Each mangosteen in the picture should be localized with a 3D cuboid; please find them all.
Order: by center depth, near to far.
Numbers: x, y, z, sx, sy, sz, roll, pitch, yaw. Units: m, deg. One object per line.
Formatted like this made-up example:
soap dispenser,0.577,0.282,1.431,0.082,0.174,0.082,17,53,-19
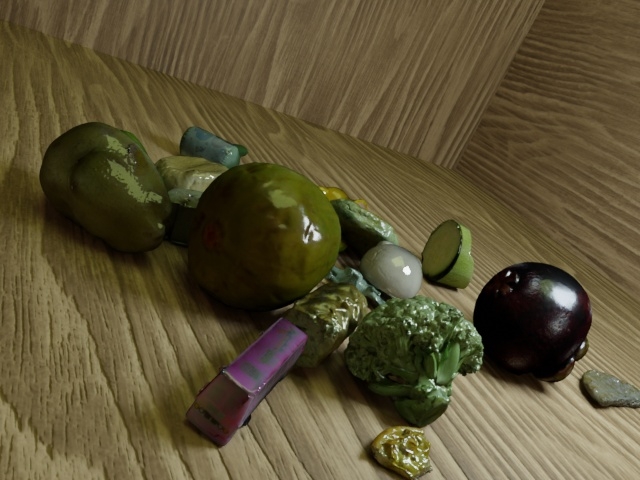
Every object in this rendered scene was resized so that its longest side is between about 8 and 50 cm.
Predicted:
mangosteen,0.572,0.227,1.587,0.347,0.307,0.307,50,13,-18

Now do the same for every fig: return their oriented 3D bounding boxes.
fig,-0.112,-0.006,1.318,0.344,0.343,0.343,22,20,-9

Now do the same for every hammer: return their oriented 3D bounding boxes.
hammer,-0.343,-0.312,2.111,0.207,0.118,0.335,29,14,11

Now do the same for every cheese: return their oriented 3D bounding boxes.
cheese,-0.368,-0.175,1.717,0.226,0.117,0.214,-1,26,-42

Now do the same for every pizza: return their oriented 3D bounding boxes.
pizza,0.155,0.371,1.064,0.160,0.035,0.099,2,30,-46

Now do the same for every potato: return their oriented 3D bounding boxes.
potato,-0.458,-0.110,1.313,0.351,0.202,0.218,38,59,18

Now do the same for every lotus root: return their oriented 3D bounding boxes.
lotus root,-0.301,-0.049,1.466,0.235,0.118,0.138,10,24,-30

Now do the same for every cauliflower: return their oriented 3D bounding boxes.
cauliflower,0.189,0.242,1.199,0.272,0.276,0.250,52,26,-62

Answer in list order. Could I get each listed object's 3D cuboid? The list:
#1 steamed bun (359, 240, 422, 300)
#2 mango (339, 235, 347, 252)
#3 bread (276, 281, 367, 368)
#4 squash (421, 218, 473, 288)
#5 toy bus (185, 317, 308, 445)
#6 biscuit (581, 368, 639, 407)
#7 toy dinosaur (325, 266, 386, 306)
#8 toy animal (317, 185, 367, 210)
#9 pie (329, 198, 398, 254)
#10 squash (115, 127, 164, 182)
steamed bun,0.203,0.079,1.664,0.177,0.130,0.228,34,7,-1
mango,-0.004,-0.001,1.756,0.122,0.085,0.191,23,6,23
bread,0.008,0.165,1.259,0.152,0.129,0.268,-4,8,22
squash,0.434,0.044,1.950,0.133,0.220,0.220,16,22,-16
toy bus,-0.115,0.226,1.016,0.090,0.112,0.274,36,21,7
biscuit,0.825,0.423,1.715,0.290,0.038,0.141,11,23,-37
toy dinosaur,0.040,0.080,1.580,0.383,0.076,0.129,39,-8,18
toy animal,0.077,-0.100,2.009,0.230,0.156,0.156,40,25,28
pie,0.120,-0.032,1.815,0.277,0.078,0.277,26,-17,8
squash,-0.520,-0.216,1.658,0.102,0.101,0.378,8,30,-39
